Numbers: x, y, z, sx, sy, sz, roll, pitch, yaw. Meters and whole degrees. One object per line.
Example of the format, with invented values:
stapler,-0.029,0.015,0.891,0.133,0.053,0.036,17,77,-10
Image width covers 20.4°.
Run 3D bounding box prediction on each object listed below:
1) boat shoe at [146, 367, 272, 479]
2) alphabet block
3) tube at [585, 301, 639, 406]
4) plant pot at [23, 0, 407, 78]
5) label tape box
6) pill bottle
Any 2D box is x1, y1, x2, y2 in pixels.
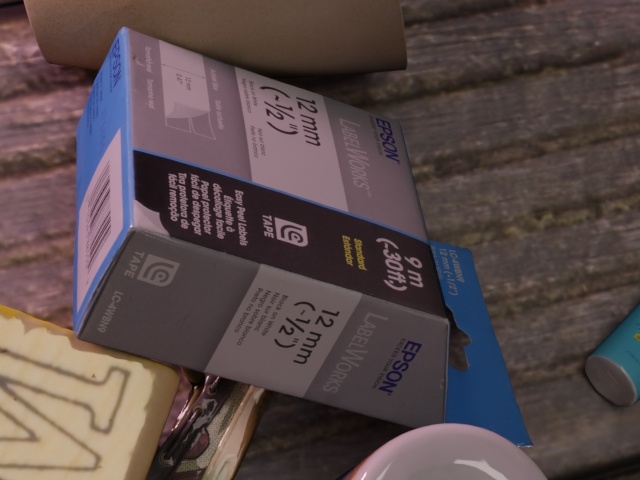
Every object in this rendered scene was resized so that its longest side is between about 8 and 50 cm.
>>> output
boat shoe,-0.073,0.101,1.347,0.073,0.080,0.224,23,71,-8
alphabet block,-0.228,0.166,1.231,0.193,0.192,0.197,22,70,-8
tube,0.303,0.056,1.476,0.207,0.052,0.080,-40,96,-27
plant pot,-0.093,-0.230,1.380,0.274,0.256,0.257,-12,75,1
label tape box,0.000,0.000,1.291,0.347,0.115,0.249,15,34,-19
pill bottle,0.057,0.226,1.235,0.152,0.272,0.152,4,71,-12
